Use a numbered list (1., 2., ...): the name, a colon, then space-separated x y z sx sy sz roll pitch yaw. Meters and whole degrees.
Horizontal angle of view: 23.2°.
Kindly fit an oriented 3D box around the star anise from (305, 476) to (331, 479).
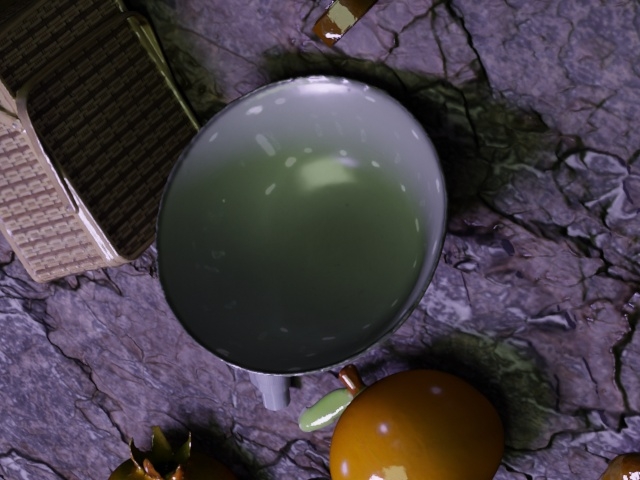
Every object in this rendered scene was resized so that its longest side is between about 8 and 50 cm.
1. star anise: 0.063 0.379 2.042 0.230 0.081 0.262 41 146 2

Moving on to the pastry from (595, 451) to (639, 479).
1. pastry: 0.411 0.327 1.751 0.229 0.100 0.218 31 130 18

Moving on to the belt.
1. belt: 0.023 -0.236 1.623 0.036 0.059 0.083 45 136 -3

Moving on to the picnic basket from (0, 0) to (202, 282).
1. picnic basket: -0.287 -0.138 1.791 0.175 0.228 0.312 -14 114 42

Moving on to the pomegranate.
1. pomegranate: -0.209 0.376 2.143 0.221 0.221 0.256 7 118 30

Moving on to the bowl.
1. bowl: 0.000 0.000 1.711 0.337 0.337 0.157 15 169 25

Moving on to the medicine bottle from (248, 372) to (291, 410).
1. medicine bottle: -0.075 0.112 1.960 0.092 0.061 0.220 34 141 44

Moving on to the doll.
1. doll: 0.088 0.231 1.842 0.236 0.213 0.213 44 137 19
